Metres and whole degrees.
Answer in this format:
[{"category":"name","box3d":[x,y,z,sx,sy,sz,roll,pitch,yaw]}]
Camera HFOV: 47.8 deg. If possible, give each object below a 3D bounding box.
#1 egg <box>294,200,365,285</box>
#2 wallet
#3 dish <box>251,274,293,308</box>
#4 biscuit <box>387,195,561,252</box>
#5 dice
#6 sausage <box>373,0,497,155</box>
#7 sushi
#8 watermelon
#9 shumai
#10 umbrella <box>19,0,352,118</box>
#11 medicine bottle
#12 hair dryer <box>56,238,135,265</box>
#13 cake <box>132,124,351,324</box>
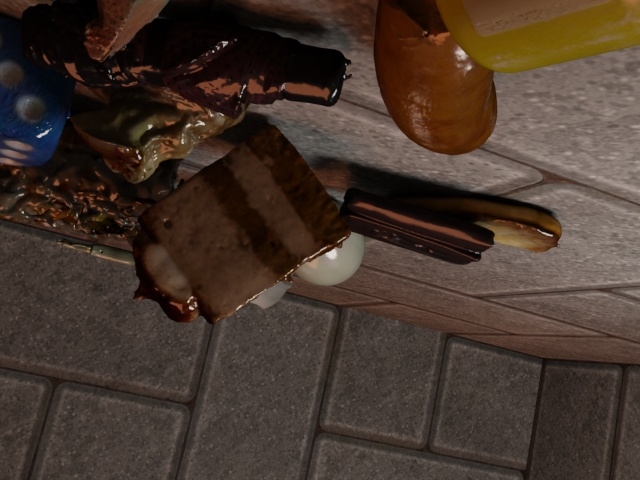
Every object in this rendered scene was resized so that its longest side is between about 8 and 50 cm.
[{"category":"egg","box3d":[0.000,0.000,1.296,0.151,0.151,0.209,8,161,22]},{"category":"wallet","box3d":[0.138,-0.017,1.123,0.229,0.049,0.182,17,169,-1]},{"category":"dish","box3d":[-0.102,0.012,1.349,0.077,0.212,0.151,-7,163,17]},{"category":"biscuit","box3d":[0.229,-0.034,1.146,0.299,0.045,0.154,10,168,17]},{"category":"dice","box3d":[-0.376,-0.175,0.860,0.146,0.146,0.143,14,167,-27]},{"category":"sausage","box3d":[0.101,-0.141,0.597,0.108,0.109,0.270,10,170,13]},{"category":"sushi","box3d":[-0.400,-0.097,1.161,0.417,0.176,0.417,10,175,1]},{"category":"watermelon","box3d":[-0.156,-0.195,0.553,0.101,0.080,0.155,36,-154,-2]},{"category":"shumai","box3d":[-0.197,-0.141,0.829,0.209,0.153,0.161,16,162,3]},{"category":"umbrella","box3d":[-0.132,-0.178,0.706,0.326,0.090,0.094,11,147,6]},{"category":"medicine bottle","box3d":[0.169,-0.163,0.364,0.121,0.122,0.212,21,165,-38]},{"category":"hair dryer","box3d":[-0.320,0.027,1.207,0.199,0.067,0.167,13,179,-3]},{"category":"cake","box3d":[-0.129,0.003,1.000,0.196,0.293,0.198,55,166,-3]}]
